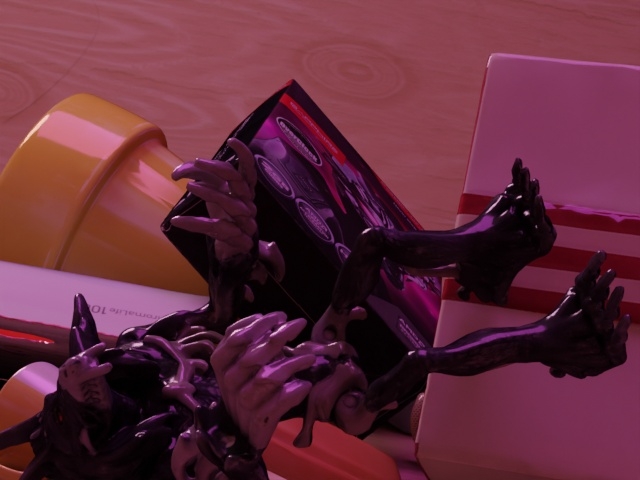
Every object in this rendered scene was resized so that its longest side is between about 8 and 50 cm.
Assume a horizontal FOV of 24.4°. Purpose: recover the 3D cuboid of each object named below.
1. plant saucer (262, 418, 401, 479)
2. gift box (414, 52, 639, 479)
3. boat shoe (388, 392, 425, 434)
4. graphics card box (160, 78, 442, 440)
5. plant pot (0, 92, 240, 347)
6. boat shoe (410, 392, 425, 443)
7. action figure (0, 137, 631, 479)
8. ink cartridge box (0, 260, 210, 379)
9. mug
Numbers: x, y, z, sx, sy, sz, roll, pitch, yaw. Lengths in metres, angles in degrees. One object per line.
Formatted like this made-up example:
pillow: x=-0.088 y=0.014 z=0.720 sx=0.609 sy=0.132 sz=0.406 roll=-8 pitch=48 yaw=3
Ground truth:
plant saucer: x=-0.036 y=0.106 z=0.831 sx=0.200 sy=0.037 sz=0.200 roll=25 pitch=-8 yaw=4
gift box: x=0.204 y=0.076 z=0.786 sx=0.258 sy=0.276 sz=0.255 roll=6 pitch=-14 yaw=15
boat shoe: x=0.077 y=0.128 z=1.409 sx=0.084 sy=0.095 sz=0.258 roll=5 pitch=4 yaw=-40
graphics card box: x=0.000 y=0.000 z=1.268 sx=0.233 sy=0.094 sz=0.371 roll=49 pitch=15 yaw=-8
plant pot: x=-0.170 y=0.024 z=1.387 sx=0.239 sy=0.254 sz=0.254 roll=26 pitch=2 yaw=9
boat shoe: x=0.111 y=0.140 z=1.053 sx=0.095 sy=0.095 sz=0.257 roll=3 pitch=-10 yaw=0
action figure: x=-0.023 y=0.041 z=0.620 sx=0.275 sy=0.141 sz=0.164 roll=-18 pitch=48 yaw=-7
ink cartridge box: x=-0.227 y=0.042 z=1.052 sx=0.308 sy=0.091 sz=0.385 roll=11 pitch=-13 yaw=-3
mug: x=-0.143 y=0.112 z=0.811 sx=0.064 sy=0.078 sz=0.062 roll=20 pitch=-30 yaw=27
